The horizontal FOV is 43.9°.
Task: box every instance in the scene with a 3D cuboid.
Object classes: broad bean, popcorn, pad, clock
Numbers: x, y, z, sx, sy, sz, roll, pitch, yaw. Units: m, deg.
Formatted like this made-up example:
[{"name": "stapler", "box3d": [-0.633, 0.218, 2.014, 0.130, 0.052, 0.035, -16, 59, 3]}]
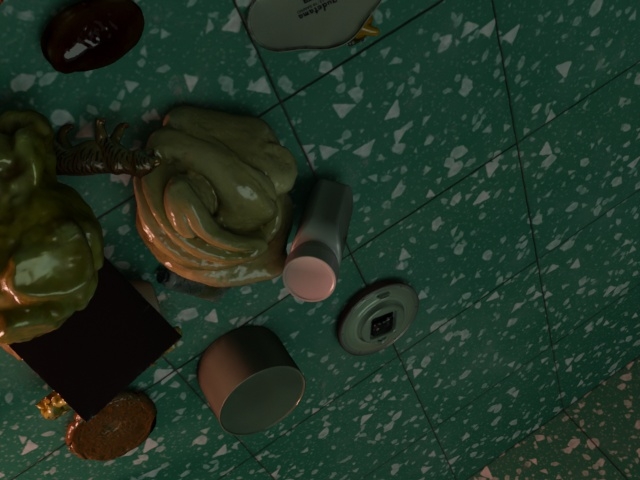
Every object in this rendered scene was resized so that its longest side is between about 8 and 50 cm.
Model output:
[{"name": "broad bean", "box3d": [-0.355, -0.324, 1.252, 0.165, 0.084, 0.114, -25, 153, -25]}, {"name": "popcorn", "box3d": [-0.497, -0.011, 1.262, 0.292, 0.293, 0.334, -35, 105, -19]}, {"name": "pad", "box3d": [-0.464, 0.123, 1.437, 0.247, 0.007, 0.367, -43, 96, 5]}, {"name": "clock", "box3d": [0.153, 0.207, 2.090, 0.244, 0.056, 0.244, -20, 136, -20]}]

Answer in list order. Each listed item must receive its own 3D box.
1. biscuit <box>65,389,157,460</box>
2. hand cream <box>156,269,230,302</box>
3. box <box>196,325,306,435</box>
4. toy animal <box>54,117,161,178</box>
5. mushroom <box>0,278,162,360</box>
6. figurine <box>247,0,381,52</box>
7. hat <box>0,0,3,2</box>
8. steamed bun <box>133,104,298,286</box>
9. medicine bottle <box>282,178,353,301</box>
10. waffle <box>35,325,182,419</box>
[{"name": "biscuit", "box3d": [-0.484, 0.429, 1.843, 0.226, 0.042, 0.226, -19, 136, -19]}, {"name": "hand cream", "box3d": [-0.269, 0.097, 1.708, 0.194, 0.042, 0.067, 21, 111, -49]}, {"name": "box", "box3d": [-0.167, 0.335, 1.904, 0.226, 0.149, 0.226, -19, 135, -21]}, {"name": "toy animal", "box3d": [-0.391, -0.153, 1.334, 0.241, 0.099, 0.057, -3, 174, -4]}, {"name": "mushroom", "box3d": [-0.466, 0.166, 1.570, 0.329, 0.122, 0.159, -12, 128, -26]}, {"name": "figurine", "box3d": [0.001, -0.405, 1.434, 0.250, 0.166, 0.141, -13, 176, 7]}, {"name": "hat", "box3d": [-0.490, -0.404, 1.097, 0.162, 0.093, 0.112, 39, 89, -30]}, {"name": "steamed bun", "box3d": [-0.181, -0.064, 1.496, 0.325, 0.230, 0.372, -22, 133, -23]}, {"name": "medicine bottle", "box3d": [0.000, 0.000, 1.623, 0.111, 0.296, 0.161, 14, 120, 3]}, {"name": "waffle", "box3d": [-0.429, 0.271, 1.632, 0.312, 0.060, 0.307, -27, 176, -38]}]
